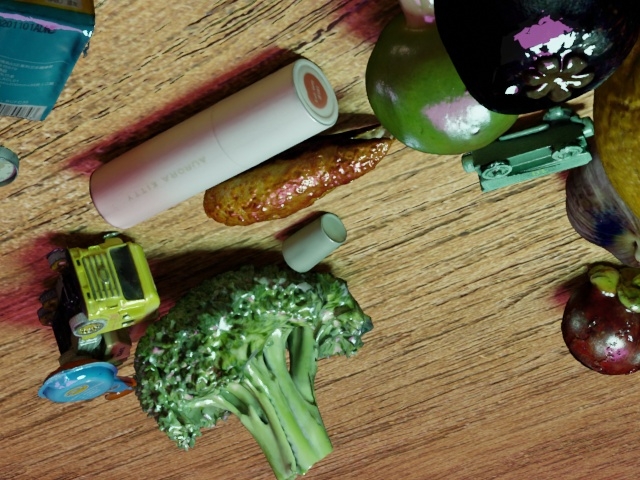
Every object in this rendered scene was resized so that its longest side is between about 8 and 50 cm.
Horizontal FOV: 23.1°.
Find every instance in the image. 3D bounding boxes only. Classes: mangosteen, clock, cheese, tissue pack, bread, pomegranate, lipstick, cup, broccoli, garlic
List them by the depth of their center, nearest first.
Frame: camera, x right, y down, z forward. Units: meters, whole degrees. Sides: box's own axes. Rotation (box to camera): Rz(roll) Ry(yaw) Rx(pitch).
[{"bbox_3d":[0.213,-0.250,1.538,0.243,0.243,0.243,-5,152,-3],"label":"mangosteen"},{"bbox_3d":[-0.378,-0.230,1.545,0.271,0.134,0.192,8,148,-26],"label":"tissue pack"},{"bbox_3d":[0.130,-0.204,1.694,0.187,0.187,0.225,-14,124,13],"label":"pomegranate"},{"bbox_3d":[-0.132,-0.111,1.875,0.327,0.087,0.087,-25,147,31],"label":"lipstick"},{"bbox_3d":[-0.027,-0.078,1.924,0.269,0.095,0.139,-13,-163,17],"label":"bread"},{"bbox_3d":[-0.413,-0.090,1.927,0.085,0.017,0.085,-5,153,-3],"label":"clock"},{"bbox_3d":[0.436,-0.048,2.046,0.245,0.160,0.245,2,147,1],"label":"garlic"},{"bbox_3d":[0.000,0.004,2.160,0.075,0.054,0.083,18,141,-37],"label":"cup"},{"bbox_3d":[-0.317,0.201,2.220,0.106,0.037,0.256,-28,164,15],"label":"cheese"},{"bbox_3d":[-0.100,0.182,2.244,0.375,0.302,0.249,-22,-167,-34],"label":"broccoli"},{"bbox_3d":[0.455,0.114,2.378,0.166,0.166,0.180,9,123,-27],"label":"mangosteen"}]

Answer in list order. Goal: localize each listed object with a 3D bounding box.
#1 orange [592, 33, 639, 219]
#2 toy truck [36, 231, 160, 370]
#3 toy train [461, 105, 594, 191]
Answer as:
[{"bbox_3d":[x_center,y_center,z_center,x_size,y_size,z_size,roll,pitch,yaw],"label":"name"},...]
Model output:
[{"bbox_3d":[0.457,-0.148,1.712,0.322,0.322,0.357,-21,138,25],"label":"orange"},{"bbox_3d":[-0.301,0.098,2.198,0.157,0.124,0.272,-13,158,-21],"label":"toy truck"},{"bbox_3d":[0.265,-0.114,1.984,0.172,0.070,0.099,-15,158,13],"label":"toy train"}]
